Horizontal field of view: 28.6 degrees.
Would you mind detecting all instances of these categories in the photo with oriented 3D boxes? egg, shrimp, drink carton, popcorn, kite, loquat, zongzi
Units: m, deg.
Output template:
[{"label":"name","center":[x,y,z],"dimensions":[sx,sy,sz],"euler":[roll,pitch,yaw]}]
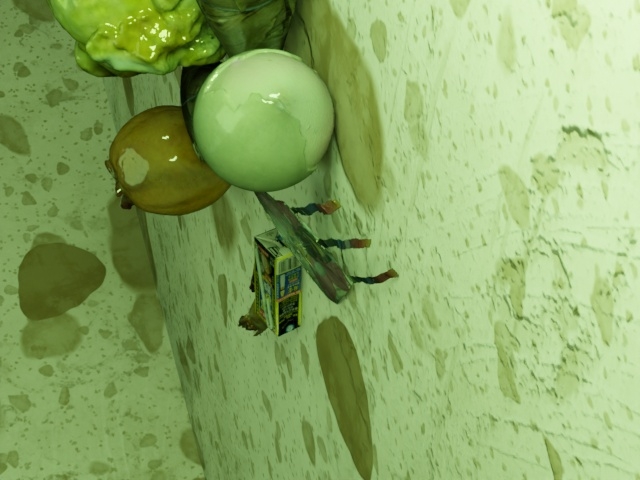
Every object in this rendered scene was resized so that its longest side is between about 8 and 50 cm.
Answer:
[{"label":"egg","center":[-0.069,-0.153,1.601],"dimensions":[0.217,0.183,0.183],"euler":[180,80,-76]},{"label":"shrimp","center":[-0.104,0.089,2.160],"dimensions":[0.236,0.053,0.133],"euler":[117,136,-60]},{"label":"drink carton","center":[-0.068,0.067,1.980],"dimensions":[0.071,0.056,0.166],"euler":[46,146,41]},{"label":"popcorn","center":[-0.256,-0.387,1.788],"dimensions":[0.312,0.312,0.312],"euler":[169,90,-76]},{"label":"kite","center":[-0.003,0.002,1.640],"dimensions":[0.204,0.022,0.360],"euler":[54,166,-6]},{"label":"loquat","center":[-0.262,-0.145,2.258],"dimensions":[0.238,0.238,0.193],"euler":[128,123,-71]},{"label":"zongzi","center":[-0.103,-0.399,1.677],"dimensions":[0.360,0.160,0.323],"euler":[80,-176,-60]},{"label":"zongzi","center":[-0.183,-0.278,2.089],"dimensions":[0.221,0.112,0.242],"euler":[115,143,-69]}]
